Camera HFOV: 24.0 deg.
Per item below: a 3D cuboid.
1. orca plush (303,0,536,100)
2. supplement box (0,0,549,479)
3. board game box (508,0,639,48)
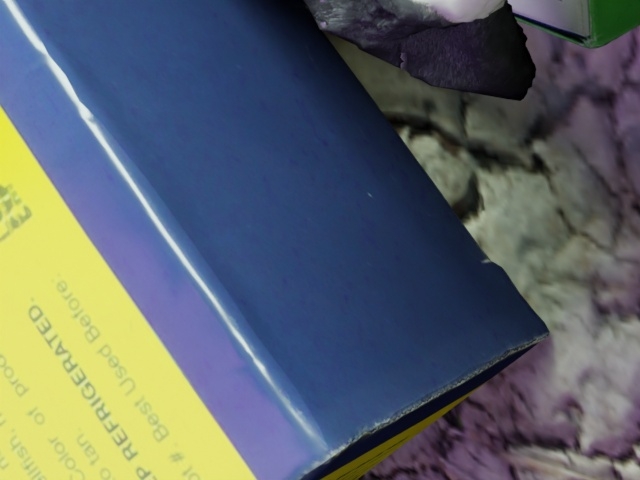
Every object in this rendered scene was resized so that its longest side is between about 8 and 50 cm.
[{"bbox_3d":[0.117,-0.122,0.288,0.151,0.102,0.287,39,137,-3],"label":"orca plush"},{"bbox_3d":[-0.127,0.074,0.586,0.356,0.195,0.194,-40,79,26],"label":"supplement box"},{"bbox_3d":[-0.020,-0.217,0.447,0.316,0.064,0.242,31,140,43],"label":"board game box"}]
